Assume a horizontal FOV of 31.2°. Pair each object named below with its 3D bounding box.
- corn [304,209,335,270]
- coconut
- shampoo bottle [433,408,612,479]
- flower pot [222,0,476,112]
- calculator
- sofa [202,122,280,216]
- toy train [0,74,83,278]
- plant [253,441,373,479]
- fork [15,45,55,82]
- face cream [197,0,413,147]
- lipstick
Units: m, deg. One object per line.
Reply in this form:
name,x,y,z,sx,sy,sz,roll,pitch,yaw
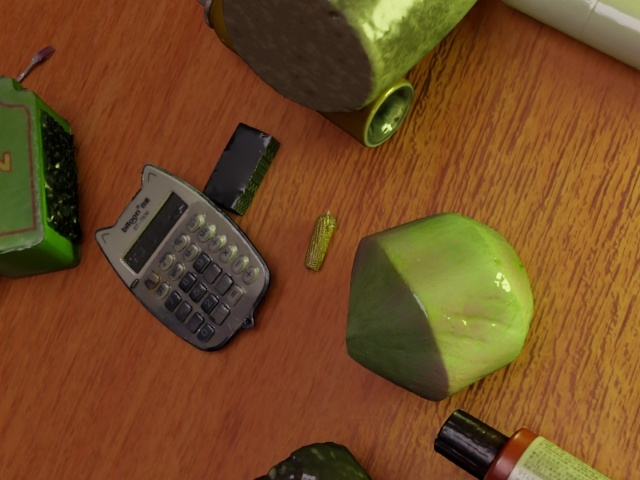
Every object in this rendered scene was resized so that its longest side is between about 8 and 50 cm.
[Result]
corn,0.000,0.000,1.529,0.028,0.027,0.083,14,83,28
coconut,0.133,0.083,1.374,0.236,0.236,0.204,-55,27,-1
shampoo bottle,0.259,0.290,1.328,0.278,0.104,0.104,30,87,23
flower pot,0.049,-0.342,1.400,0.294,0.293,0.330,25,60,22
calculator,-0.182,0.028,1.558,0.268,0.040,0.177,45,105,21
sofa,-0.110,-0.099,1.584,0.060,0.039,0.118,25,84,21
toy train,-0.477,-0.085,1.632,0.249,0.173,0.307,-11,73,8
plant,0.040,0.404,1.333,0.194,0.181,0.320,-41,62,8
fork,-0.450,-0.257,1.749,0.115,0.012,0.016,-43,61,4
face cream,-0.036,-0.261,1.566,0.349,0.105,0.105,38,90,22
lipstick,0.388,-0.269,1.440,0.327,0.087,0.087,33,88,22
